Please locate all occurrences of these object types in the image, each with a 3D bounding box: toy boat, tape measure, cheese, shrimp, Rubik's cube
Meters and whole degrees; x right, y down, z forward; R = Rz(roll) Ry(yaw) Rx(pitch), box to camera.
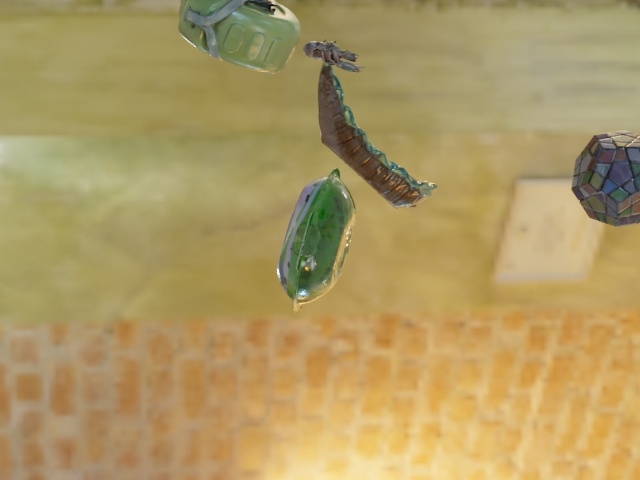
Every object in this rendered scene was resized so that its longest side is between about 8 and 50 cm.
[{"bbox_3d":[0.063,-0.155,2.639,0.293,0.099,0.108,49,-4,-25],"label":"toy boat"},{"bbox_3d":[-0.112,-0.297,2.316,0.200,0.175,0.106,-97,-149,-71],"label":"tape measure"},{"bbox_3d":[0.000,0.000,2.377,0.320,0.083,0.204,-3,109,-83],"label":"cheese"},{"bbox_3d":[0.019,-0.264,2.442,0.029,0.092,0.038,-53,-158,38],"label":"shrimp"},{"bbox_3d":[0.330,-0.068,1.897,0.111,0.093,0.111,-60,-166,26],"label":"Rubik's cube"}]
